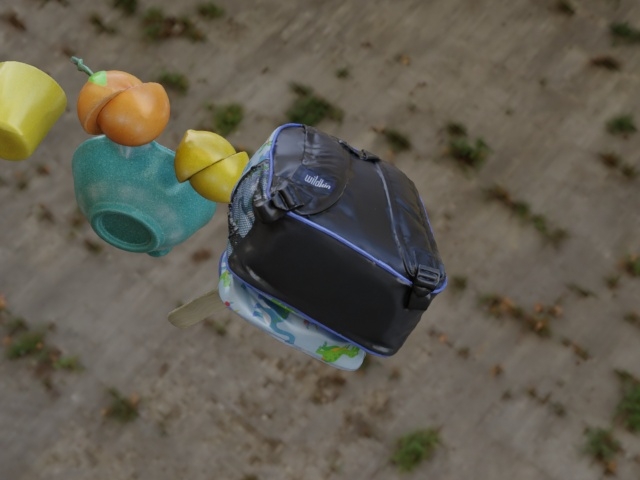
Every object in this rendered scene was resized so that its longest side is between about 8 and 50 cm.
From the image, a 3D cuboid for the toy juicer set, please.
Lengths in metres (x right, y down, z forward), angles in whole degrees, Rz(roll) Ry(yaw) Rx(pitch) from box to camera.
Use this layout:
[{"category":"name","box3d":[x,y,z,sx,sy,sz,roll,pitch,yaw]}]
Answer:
[{"category":"toy juicer set","box3d":[-0.128,-0.045,1.107,0.209,0.089,0.329,-7,-41,33]}]

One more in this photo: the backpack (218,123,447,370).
[{"category":"backpack","box3d":[0.000,0.000,0.630,0.105,0.084,0.114,28,28,-17]}]
